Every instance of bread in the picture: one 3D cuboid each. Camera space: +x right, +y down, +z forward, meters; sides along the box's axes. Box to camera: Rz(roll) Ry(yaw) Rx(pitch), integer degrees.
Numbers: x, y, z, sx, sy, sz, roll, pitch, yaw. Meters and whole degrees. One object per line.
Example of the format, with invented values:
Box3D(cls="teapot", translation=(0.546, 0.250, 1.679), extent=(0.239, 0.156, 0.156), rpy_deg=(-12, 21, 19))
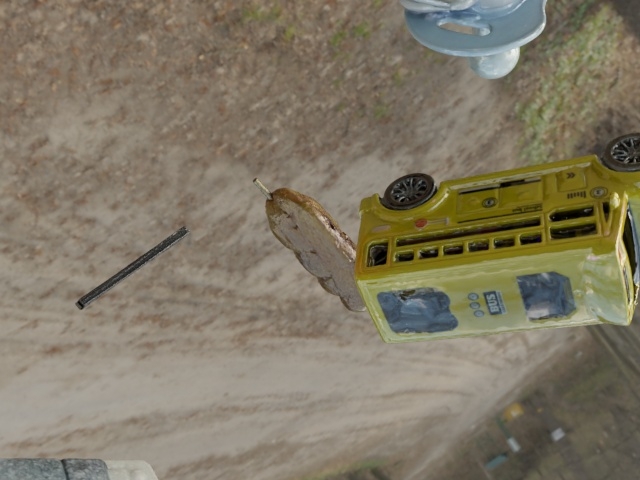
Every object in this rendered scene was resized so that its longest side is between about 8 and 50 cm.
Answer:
Box3D(cls="bread", translation=(-0.001, 0.001, 1.471), extent=(0.124, 0.344, 0.084), rpy_deg=(-30, -157, 35))

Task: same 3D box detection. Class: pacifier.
Box3D(cls="pacifier", translation=(0.249, -0.350, 1.209), extent=(0.299, 0.244, 0.233), rpy_deg=(-57, 146, -28))

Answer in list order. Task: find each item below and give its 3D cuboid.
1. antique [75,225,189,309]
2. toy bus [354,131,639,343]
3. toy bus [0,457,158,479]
Box3D(cls="antique", translation=(-0.267, 0.038, 1.130), extent=(0.192, 0.015, 0.031), rpy_deg=(-39, -175, -29))
Box3D(cls="toy bus", translation=(0.207, 0.011, 0.784), extent=(0.331, 0.151, 0.145), rpy_deg=(-9, 130, 22))
Box3D(cls="toy bus", translation=(-0.255, 0.200, 0.481), extent=(0.342, 0.097, 0.138), rpy_deg=(11, 116, -35))
